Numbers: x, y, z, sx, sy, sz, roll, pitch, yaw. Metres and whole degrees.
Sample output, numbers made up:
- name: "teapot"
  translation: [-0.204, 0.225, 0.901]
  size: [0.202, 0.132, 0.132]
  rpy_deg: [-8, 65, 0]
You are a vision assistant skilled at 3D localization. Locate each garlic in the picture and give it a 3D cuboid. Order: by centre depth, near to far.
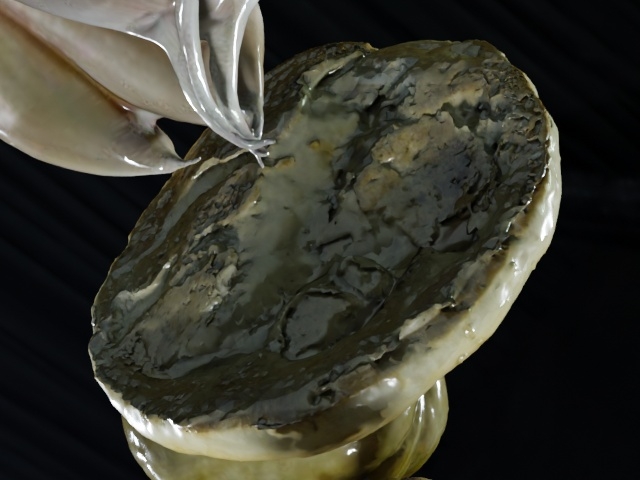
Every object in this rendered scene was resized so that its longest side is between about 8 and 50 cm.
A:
- name: "garlic"
  translation: [-0.132, -0.148, 0.911]
  size: [0.210, 0.292, 0.237]
  rpy_deg: [-21, 127, -64]

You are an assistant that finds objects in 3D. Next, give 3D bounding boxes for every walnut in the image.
- name: "walnut"
  translation: [-0.027, 0.119, 1.616]
  size: [0.283, 0.227, 0.283]
  rpy_deg: [-20, -125, 32]

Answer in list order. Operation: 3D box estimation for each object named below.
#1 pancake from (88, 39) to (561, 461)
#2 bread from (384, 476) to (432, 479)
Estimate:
- name: "pancake"
  translation: [0.000, 0.001, 1.401]
  size: [0.386, 0.082, 0.387]
  rpy_deg: [-19, -138, 18]
- name: "bread"
  translation: [0.061, 0.273, 1.330]
  size: [0.134, 0.081, 0.225]
  rpy_deg: [155, -60, -71]
